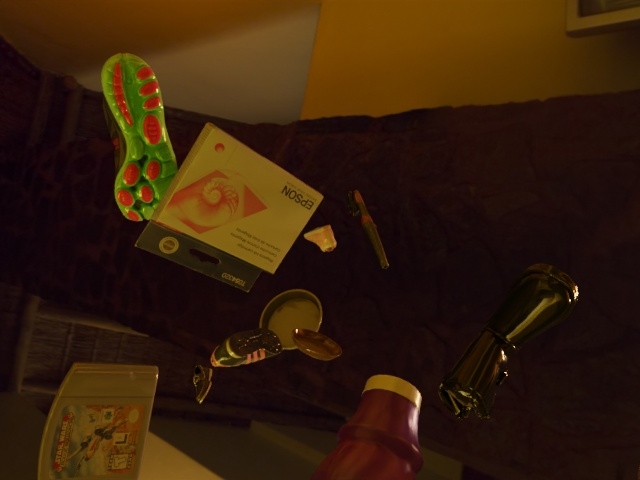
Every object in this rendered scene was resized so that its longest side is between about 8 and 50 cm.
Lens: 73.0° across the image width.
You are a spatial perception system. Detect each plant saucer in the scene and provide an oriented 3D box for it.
[{"bbox_3d":[-0.016,0.326,1.345,0.168,0.168,0.029,11,-76,-53],"label":"plant saucer"}]

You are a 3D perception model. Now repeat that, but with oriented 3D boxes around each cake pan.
[{"bbox_3d":[-0.125,0.353,1.913,0.293,0.292,0.054,-60,-34,-28],"label":"cake pan"}]

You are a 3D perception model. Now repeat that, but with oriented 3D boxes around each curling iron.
[{"bbox_3d":[0.125,-0.034,1.128,0.035,0.274,0.068,-13,-43,-11],"label":"curling iron"}]

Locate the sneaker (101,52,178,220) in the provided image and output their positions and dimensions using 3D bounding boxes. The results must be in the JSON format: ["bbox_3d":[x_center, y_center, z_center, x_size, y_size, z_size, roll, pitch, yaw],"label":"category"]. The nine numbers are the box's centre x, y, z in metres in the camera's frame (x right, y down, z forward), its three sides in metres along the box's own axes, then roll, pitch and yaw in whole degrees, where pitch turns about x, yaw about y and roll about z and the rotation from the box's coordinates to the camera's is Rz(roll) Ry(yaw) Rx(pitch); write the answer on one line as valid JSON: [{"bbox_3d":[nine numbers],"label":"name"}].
[{"bbox_3d":[-0.524,-0.287,1.264,0.185,0.202,0.484,-5,-63,-24],"label":"sneaker"}]

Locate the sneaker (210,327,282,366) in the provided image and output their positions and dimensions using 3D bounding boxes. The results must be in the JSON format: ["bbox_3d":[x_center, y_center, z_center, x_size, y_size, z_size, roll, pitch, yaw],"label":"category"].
[{"bbox_3d":[-0.265,0.392,1.563,0.319,0.131,0.112,21,-141,-59],"label":"sneaker"}]

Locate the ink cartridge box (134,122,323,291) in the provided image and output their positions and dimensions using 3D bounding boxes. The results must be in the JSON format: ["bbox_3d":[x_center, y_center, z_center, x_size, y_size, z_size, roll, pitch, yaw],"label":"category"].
[{"bbox_3d":[-0.205,-0.049,1.024,0.324,0.071,0.330,28,-82,-35],"label":"ink cartridge box"}]

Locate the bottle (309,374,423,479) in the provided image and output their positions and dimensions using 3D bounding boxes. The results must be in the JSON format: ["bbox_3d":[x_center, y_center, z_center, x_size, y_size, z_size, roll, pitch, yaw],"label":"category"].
[{"bbox_3d":[0.038,0.267,0.411,0.118,0.092,0.283,34,-133,-9],"label":"bottle"}]

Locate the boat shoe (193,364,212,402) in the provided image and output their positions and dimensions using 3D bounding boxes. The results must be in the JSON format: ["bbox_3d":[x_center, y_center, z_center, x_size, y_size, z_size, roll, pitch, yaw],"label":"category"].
[{"bbox_3d":[-0.439,0.518,1.571,0.064,0.206,0.075,33,-86,-15],"label":"boat shoe"}]

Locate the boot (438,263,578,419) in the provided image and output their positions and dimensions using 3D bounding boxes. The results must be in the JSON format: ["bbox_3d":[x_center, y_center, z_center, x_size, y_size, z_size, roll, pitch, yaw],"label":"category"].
[{"bbox_3d":[0.291,0.173,0.688,0.207,0.094,0.247,-43,-21,-30],"label":"boot"}]

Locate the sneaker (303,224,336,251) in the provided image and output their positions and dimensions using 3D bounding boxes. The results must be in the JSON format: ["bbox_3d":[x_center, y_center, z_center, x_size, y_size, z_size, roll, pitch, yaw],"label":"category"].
[{"bbox_3d":[0.000,0.000,1.184,0.050,0.134,0.070,-27,-83,-24],"label":"sneaker"}]

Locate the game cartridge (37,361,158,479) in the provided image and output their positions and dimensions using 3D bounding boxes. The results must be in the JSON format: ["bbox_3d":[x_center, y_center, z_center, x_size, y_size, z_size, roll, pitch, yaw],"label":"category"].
[{"bbox_3d":[-0.469,0.411,0.906,0.197,0.062,0.298,13,-99,-36],"label":"game cartridge"}]

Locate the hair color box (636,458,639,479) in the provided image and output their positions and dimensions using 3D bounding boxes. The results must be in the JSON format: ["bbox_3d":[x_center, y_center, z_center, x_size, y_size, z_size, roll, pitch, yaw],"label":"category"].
[{"bbox_3d":[0.578,0.411,0.636,0.110,0.185,0.340,-13,-72,-54],"label":"hair color box"}]
